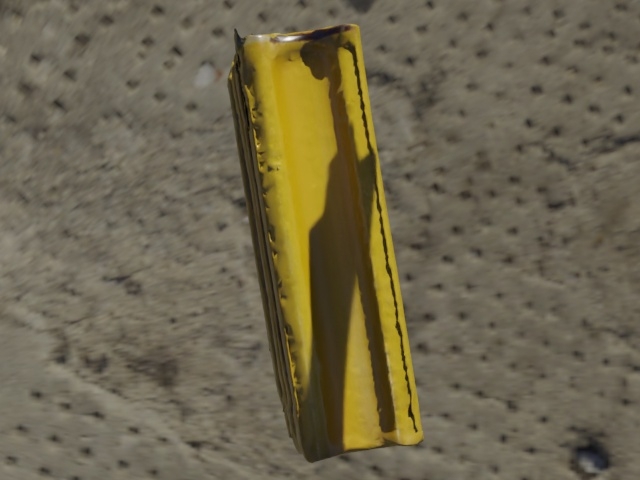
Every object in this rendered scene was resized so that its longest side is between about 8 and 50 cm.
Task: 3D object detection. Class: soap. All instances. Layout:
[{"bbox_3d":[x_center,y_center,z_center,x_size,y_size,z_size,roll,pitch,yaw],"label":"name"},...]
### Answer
[{"bbox_3d":[0.000,-0.001,1.427,0.096,0.204,0.324,-9,91,-5],"label":"soap"}]
